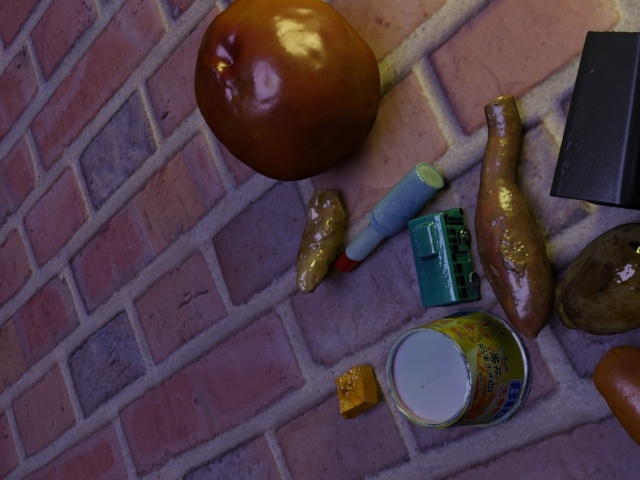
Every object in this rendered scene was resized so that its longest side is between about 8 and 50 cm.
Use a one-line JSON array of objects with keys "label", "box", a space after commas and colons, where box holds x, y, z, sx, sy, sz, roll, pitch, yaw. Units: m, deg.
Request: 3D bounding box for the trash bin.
[{"label": "trash bin", "box": [0.412, -0.159, 1.108, 0.115, 0.165, 0.225, 11, 95, 41]}]

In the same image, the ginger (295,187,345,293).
[{"label": "ginger", "box": [-0.001, 0.009, 1.529, 0.081, 0.115, 0.205, 12, 76, 24]}]

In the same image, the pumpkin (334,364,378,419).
[{"label": "pumpkin", "box": [0.069, 0.278, 1.484, 0.074, 0.054, 0.083, -36, 46, 32]}]

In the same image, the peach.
[{"label": "peach", "box": [-0.069, -0.278, 1.437, 0.343, 0.302, 0.342, 2, 93, 41]}]

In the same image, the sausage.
[{"label": "sausage", "box": [0.470, 0.248, 1.106, 0.098, 0.098, 0.238, -52, 61, 29]}]

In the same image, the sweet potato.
[{"label": "sweet potato", "box": [0.291, -0.036, 1.260, 0.109, 0.109, 0.385, -20, 71, 40]}]

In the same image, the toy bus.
[{"label": "toy bus", "box": [0.202, 0.028, 1.339, 0.079, 0.092, 0.160, -15, 80, 39]}]

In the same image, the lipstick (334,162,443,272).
[{"label": "lipstick", "box": [0.112, -0.029, 1.436, 0.274, 0.068, 0.061, -49, 47, 38]}]

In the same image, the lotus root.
[{"label": "lotus root", "box": [0.412, 0.067, 1.139, 0.138, 0.138, 0.214, 59, 136, 24]}]

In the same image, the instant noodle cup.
[{"label": "instant noodle cup", "box": [0.209, 0.214, 1.296, 0.205, 0.153, 0.205, 2, 93, 42]}]
